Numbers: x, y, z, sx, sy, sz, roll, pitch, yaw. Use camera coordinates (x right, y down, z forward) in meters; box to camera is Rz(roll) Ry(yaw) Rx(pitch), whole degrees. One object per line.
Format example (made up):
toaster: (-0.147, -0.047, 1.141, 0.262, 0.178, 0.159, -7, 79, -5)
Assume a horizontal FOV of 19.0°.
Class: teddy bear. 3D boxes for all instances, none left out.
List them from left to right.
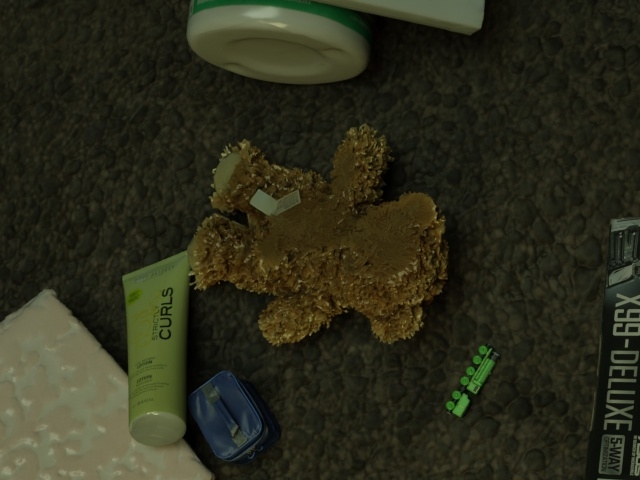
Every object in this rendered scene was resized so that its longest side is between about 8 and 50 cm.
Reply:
teddy bear: (0.000, 0.000, 2.046, 0.338, 0.113, 0.245, -5, 66, 30)

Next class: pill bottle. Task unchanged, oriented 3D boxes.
pill bottle: (-0.024, -0.369, 2.094, 0.204, 0.204, 0.361, 1, 75, 24)

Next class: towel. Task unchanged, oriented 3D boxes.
towel: (-0.328, 0.253, 2.054, 0.332, 0.053, 0.317, -37, 67, -18)

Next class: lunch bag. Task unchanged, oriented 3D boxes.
lunch bag: (-0.093, 0.193, 2.039, 0.067, 0.065, 0.098, -40, 63, 9)

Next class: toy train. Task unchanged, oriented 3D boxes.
toy train: (0.158, 0.145, 1.971, 0.024, 0.017, 0.083, 31, 89, 18)

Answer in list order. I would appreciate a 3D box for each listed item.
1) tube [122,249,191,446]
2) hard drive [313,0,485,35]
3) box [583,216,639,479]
tube: (-0.179, 0.112, 2.083, 0.070, 0.062, 0.240, 8, 46, -12)
hard drive: (0.030, -0.341, 1.976, 0.308, 0.040, 0.203, 10, 77, -19)
box: (0.335, 0.156, 1.760, 0.077, 0.242, 0.307, -2, 73, 35)
